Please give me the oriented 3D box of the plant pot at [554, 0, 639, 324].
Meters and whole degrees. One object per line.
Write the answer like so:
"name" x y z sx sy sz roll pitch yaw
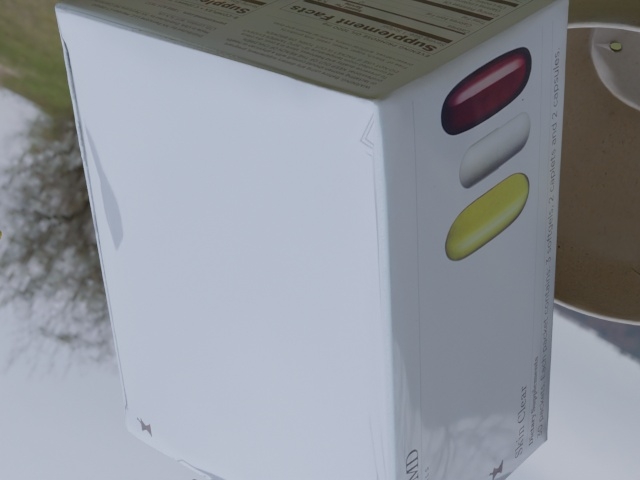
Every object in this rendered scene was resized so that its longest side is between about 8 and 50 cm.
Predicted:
"plant pot" 0.256 -0.099 0.977 0.284 0.191 0.284 18 138 17

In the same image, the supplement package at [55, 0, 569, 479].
"supplement package" 0.000 0.000 0.639 0.204 0.262 0.145 22 -141 36

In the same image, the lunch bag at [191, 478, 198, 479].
"lunch bag" -0.056 0.333 0.885 0.256 0.305 0.212 32 173 -40
